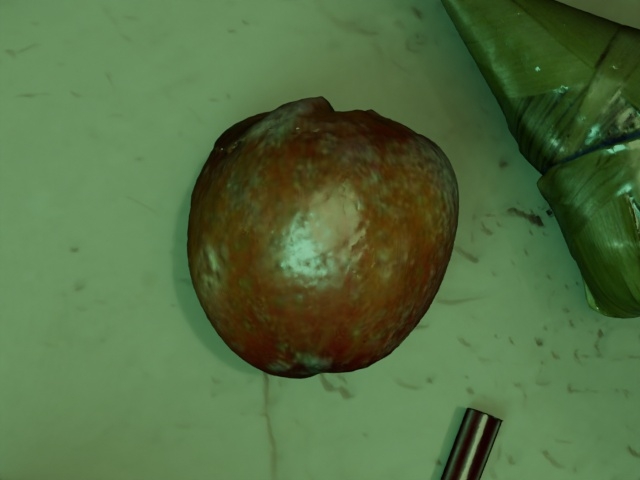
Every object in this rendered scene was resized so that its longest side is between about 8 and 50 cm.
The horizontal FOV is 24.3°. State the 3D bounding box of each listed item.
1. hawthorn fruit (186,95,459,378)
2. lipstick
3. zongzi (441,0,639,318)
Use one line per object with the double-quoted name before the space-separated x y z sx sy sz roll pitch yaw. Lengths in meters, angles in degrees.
"hawthorn fruit" 0.000 0.000 0.910 0.173 0.173 0.172 1 86 -9
"lipstick" 0.078 0.196 0.977 0.027 0.027 0.176 22 84 -7
"zongzi" 0.237 -0.118 0.983 0.260 0.123 0.289 -26 86 -15
